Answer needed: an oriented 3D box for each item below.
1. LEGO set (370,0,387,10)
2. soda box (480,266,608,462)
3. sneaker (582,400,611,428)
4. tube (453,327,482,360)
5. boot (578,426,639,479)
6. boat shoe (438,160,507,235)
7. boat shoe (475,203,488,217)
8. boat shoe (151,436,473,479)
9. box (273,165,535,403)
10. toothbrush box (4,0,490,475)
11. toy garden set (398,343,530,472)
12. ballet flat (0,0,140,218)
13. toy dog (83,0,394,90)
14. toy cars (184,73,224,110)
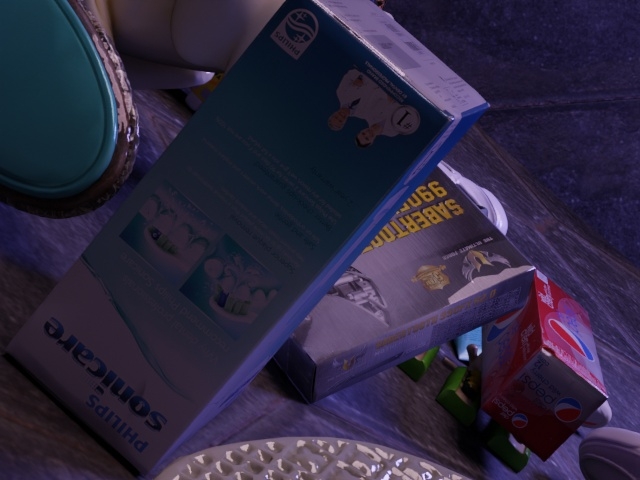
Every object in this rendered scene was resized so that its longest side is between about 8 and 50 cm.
[{"bbox_3d":[-0.028,-0.303,1.900,0.192,0.331,0.255,27,36,4],"label":"LEGO set"},{"bbox_3d":[0.219,0.118,1.496,0.083,0.092,0.263,41,15,-5],"label":"soda box"},{"bbox_3d":[0.275,0.187,1.731,0.161,0.057,0.075,36,30,-20],"label":"sneaker"},{"bbox_3d":[0.177,0.089,1.758,0.080,0.052,0.207,3,26,-11],"label":"tube"},{"bbox_3d":[0.323,0.280,1.436,0.258,0.123,0.095,29,-39,43],"label":"boot"},{"bbox_3d":[0.161,-0.071,2.162,0.258,0.095,0.084,38,13,38],"label":"boat shoe"},{"bbox_3d":[0.031,-0.054,1.613,0.319,0.099,0.116,25,15,-1],"label":"boat shoe"},{"bbox_3d":[0.103,0.245,0.875,0.500,0.156,0.187,19,28,-30],"label":"boat shoe"},{"bbox_3d":[0.040,0.022,1.296,0.231,0.056,0.183,-21,51,-25],"label":"box"},{"bbox_3d":[-0.038,-0.013,0.978,0.126,0.295,0.216,41,14,4],"label":"toothbrush box"},{"bbox_3d":[0.141,0.118,1.568,0.244,0.049,0.204,42,14,4],"label":"toy garden set"},{"bbox_3d":[-0.309,-0.189,1.148,0.483,0.164,0.182,41,-7,9],"label":"ballet flat"},{"bbox_3d":[-0.150,-0.283,1.371,0.408,0.395,0.284,27,23,21],"label":"toy dog"},{"bbox_3d":[-0.196,-0.230,1.688,0.393,0.087,0.176,27,30,-30],"label":"toy cars"}]
